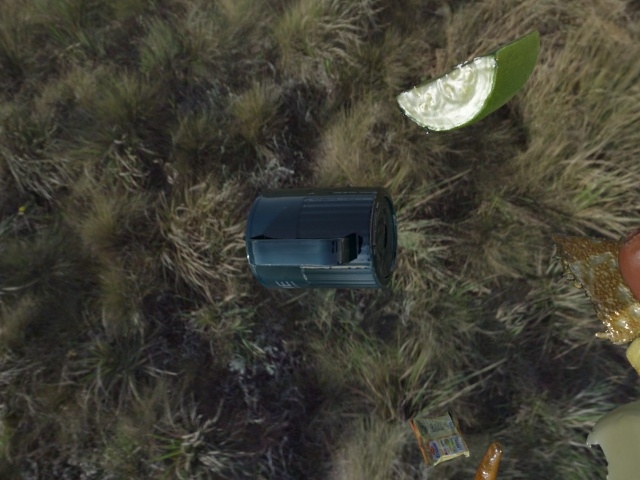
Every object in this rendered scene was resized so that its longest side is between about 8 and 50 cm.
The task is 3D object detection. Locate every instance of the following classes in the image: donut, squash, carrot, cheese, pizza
[{"bbox_3d":[0.814,0.243,1.101,0.190,0.174,0.075,-28,49,4],"label":"donut"},{"bbox_3d":[0.300,-0.292,0.884,0.203,0.111,0.288,-15,16,40],"label":"squash"},{"bbox_3d":[0.453,0.611,1.250,0.061,0.210,0.061,1,29,0],"label":"carrot"},{"bbox_3d":[0.582,0.414,0.798,0.127,0.233,0.266,17,65,-3],"label":"cheese"},{"bbox_3d":[0.458,0.048,0.745,0.199,0.062,0.188,40,104,20],"label":"pizza"}]

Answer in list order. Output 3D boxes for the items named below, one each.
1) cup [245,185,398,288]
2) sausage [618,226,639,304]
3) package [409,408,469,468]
[{"bbox_3d":[0.004,-0.016,1.050,0.291,0.308,0.242,0,69,23],"label":"cup"},{"bbox_3d":[0.370,0.073,0.467,0.077,0.077,0.194,-25,80,-4],"label":"sausage"},{"bbox_3d":[0.275,0.452,1.071,0.120,0.031,0.108,-3,51,-22],"label":"package"}]
